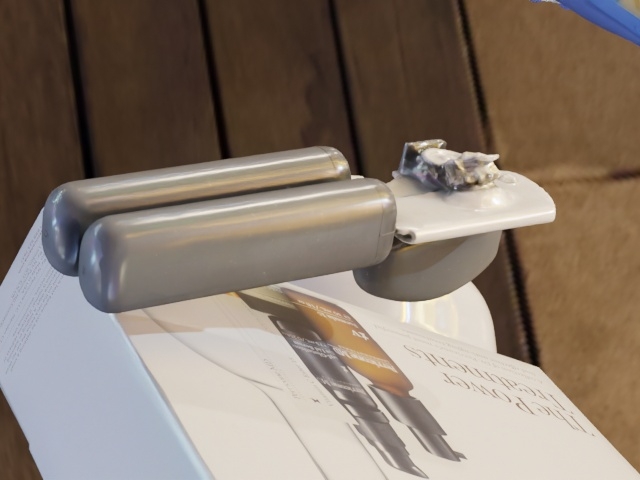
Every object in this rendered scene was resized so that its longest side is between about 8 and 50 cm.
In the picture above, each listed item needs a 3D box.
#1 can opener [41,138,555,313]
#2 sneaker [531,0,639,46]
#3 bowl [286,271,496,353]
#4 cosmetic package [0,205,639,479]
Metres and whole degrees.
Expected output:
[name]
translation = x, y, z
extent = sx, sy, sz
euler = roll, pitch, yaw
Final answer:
[can opener]
translation = 0.000, 0.000, 0.813
extent = 0.280, 0.093, 0.074
euler = -6, 27, -37
[sneaker]
translation = 0.065, -0.120, 0.485
extent = 0.112, 0.131, 0.296
euler = -36, 55, -10
[bowl]
translation = 0.024, 0.058, 1.460
extent = 0.297, 0.298, 0.134
euler = 7, 76, -2
[cosmetic package]
translation = 0.036, 0.133, 0.878
extent = 0.377, 0.097, 0.284
euler = 19, 20, -35
